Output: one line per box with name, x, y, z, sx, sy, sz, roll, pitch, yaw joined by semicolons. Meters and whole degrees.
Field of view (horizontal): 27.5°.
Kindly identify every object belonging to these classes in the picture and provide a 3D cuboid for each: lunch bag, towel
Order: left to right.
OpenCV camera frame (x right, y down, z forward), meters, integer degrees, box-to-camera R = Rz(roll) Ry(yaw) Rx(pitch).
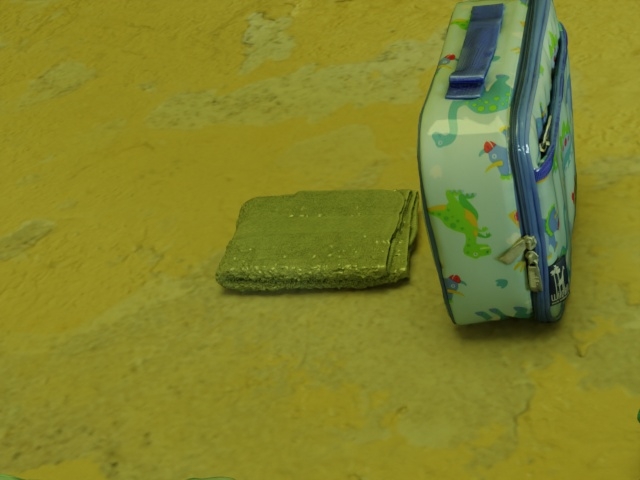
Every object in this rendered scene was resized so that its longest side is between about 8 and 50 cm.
towel;0.000;0.000;0.987;0.148;0.027;0.110;-3;36;15
lunch bag;0.125;-0.061;0.894;0.090;0.176;0.219;-3;34;17

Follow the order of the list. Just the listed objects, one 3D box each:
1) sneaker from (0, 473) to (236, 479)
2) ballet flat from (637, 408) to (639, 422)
sneaker;-0.129;0.174;0.741;0.151;0.094;0.255;-8;9;-39
ballet flat;0.285;0.060;0.759;0.087;0.083;0.247;40;57;23
